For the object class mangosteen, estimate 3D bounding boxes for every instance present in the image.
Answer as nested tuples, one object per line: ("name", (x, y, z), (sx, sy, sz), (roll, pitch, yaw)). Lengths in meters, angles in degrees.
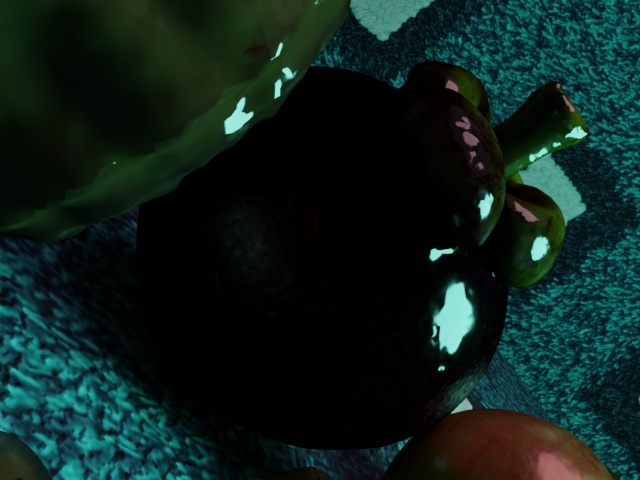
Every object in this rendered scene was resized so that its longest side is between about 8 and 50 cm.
("mangosteen", (0.016, 0.006, 0.698), (0.297, 0.297, 0.313), (51, -32, -8))

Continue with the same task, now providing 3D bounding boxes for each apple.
("apple", (0.120, 0.229, 0.714), (0.164, 0.209, 0.209), (22, 30, -46))

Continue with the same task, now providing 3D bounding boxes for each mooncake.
("mooncake", (-0.133, -0.146, 0.542), (0.187, 0.324, 0.324), (53, 10, -27))

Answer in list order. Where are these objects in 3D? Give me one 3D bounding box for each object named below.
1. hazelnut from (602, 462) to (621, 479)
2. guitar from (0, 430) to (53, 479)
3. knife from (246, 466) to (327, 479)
("hazelnut", (0.215, 0.302, 0.872), (0.251, 0.217, 0.217), (57, 11, 16))
("guitar", (-0.098, 0.182, 0.398), (0.233, 0.025, 0.088), (56, 11, 8))
("knife", (-0.045, 0.181, 0.647), (0.047, 0.017, 0.298), (63, 13, 18))
